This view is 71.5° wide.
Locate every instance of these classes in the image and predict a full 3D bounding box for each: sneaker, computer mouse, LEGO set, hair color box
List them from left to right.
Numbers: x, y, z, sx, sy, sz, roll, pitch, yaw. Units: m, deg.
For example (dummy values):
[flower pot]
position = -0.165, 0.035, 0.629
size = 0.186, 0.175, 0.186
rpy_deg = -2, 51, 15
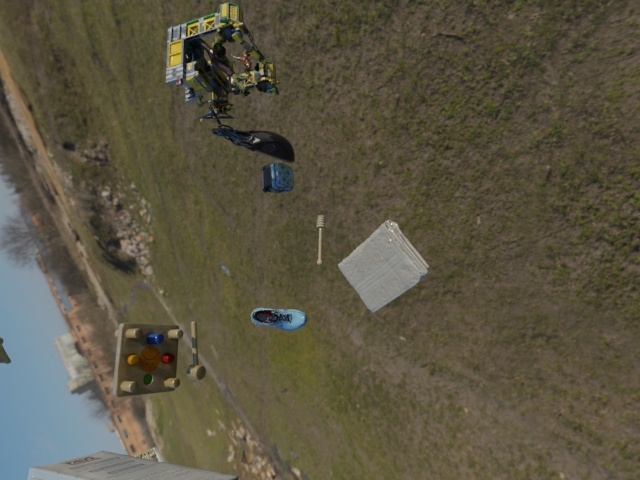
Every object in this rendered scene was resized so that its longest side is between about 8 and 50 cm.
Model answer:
[hair color box]
position = -0.375, 0.517, 0.884
size = 0.374, 0.185, 0.114
rpy_deg = -1, 75, 21
[LEGO set]
position = -0.253, -0.428, 1.179
size = 0.331, 0.254, 0.192
rpy_deg = 62, -157, -71
[computer mouse]
position = -0.171, -0.299, 1.336
size = 0.188, 0.272, 0.072
rpy_deg = 28, 102, 36
[sneaker]
position = -0.119, 0.224, 1.257
size = 0.073, 0.161, 0.064
rpy_deg = 95, 177, -79

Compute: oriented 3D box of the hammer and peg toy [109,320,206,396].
[hammer and peg toy]
position = -0.612, 0.442, 1.699
size = 0.127, 0.361, 0.266
rpy_deg = -9, 75, 33

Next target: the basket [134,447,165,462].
[basket]
position = -0.670, 0.880, 1.658
size = 0.113, 0.103, 0.167
rpy_deg = 45, 103, 25

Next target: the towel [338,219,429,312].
[towel]
position = 0.173, 0.079, 1.264
size = 0.187, 0.049, 0.282
rpy_deg = 54, 140, 9

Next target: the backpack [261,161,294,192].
[backpack]
position = -0.142, -0.219, 1.577
size = 0.084, 0.114, 0.105
rpy_deg = -10, 81, 36

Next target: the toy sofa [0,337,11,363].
[toy sofa]
position = -1.251, 0.435, 1.456
size = 0.150, 0.362, 0.177
rpy_deg = 12, 126, 21

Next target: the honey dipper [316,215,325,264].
[honey dipper]
position = 0.000, 0.000, 1.434
size = 0.030, 0.030, 0.161
rpy_deg = -23, 63, 62
